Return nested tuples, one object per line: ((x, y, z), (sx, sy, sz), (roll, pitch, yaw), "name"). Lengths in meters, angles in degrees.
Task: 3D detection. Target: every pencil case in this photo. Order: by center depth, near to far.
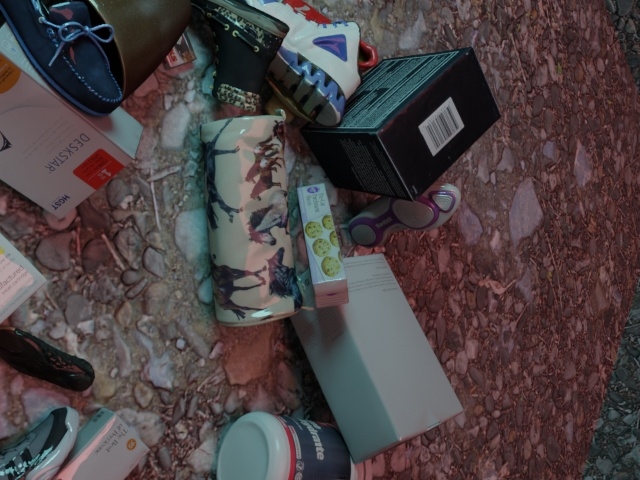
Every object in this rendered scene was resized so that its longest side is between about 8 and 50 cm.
((-0.126, -0.048, 1.157), (0.183, 0.160, 0.411), (-6, 92, -33), "pencil case")

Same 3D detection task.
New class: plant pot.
((-0.319, -0.351, 0.974), (0.230, 0.215, 0.215), (-49, 120, -42), "plant pot")

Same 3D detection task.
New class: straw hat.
((-0.083, -0.276, 1.274), (0.061, 0.144, 0.144), (-46, 128, 12), "straw hat")

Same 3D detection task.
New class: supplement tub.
((-0.048, 0.448, 1.189), (0.272, 0.191, 0.191), (24, 72, -40), "supplement tub")

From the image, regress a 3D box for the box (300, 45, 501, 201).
((0.169, -0.253, 1.313), (0.296, 0.294, 0.183), (-43, 119, -17), "box")

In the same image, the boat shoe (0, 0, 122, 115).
((-0.349, -0.287, 0.798), (0.258, 0.089, 0.109), (53, 24, -13), "boat shoe")

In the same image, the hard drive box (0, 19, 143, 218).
((-0.409, -0.168, 0.876), (0.232, 0.181, 0.089), (41, 28, -34), "hard drive box")

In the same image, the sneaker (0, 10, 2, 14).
((-0.452, -0.404, 0.933), (0.071, 0.066, 0.188), (36, 65, -37), "sneaker")

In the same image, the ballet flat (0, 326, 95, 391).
((-0.434, 0.185, 0.949), (0.057, 0.049, 0.173), (-47, 120, 4), "ballet flat")

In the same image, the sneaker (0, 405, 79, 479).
((-0.472, 0.321, 0.857), (0.153, 0.101, 0.269), (47, 46, -18), "sneaker")

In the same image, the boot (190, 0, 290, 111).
((-0.189, -0.363, 1.136), (0.179, 0.236, 0.085), (-68, 167, 21), "boot")

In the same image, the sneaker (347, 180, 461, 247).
((0.193, -0.084, 1.373), (0.114, 0.305, 0.152), (55, 49, -14), "sneaker")

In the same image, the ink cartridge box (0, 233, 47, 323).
((-0.521, 0.026, 0.778), (0.171, 0.168, 0.233), (-51, 120, -31), "ink cartridge box")

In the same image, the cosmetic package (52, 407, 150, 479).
((-0.392, 0.392, 0.957), (0.239, 0.060, 0.099), (-49, 121, -33), "cosmetic package")

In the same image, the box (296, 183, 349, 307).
((0.000, 0.000, 1.202), (0.324, 0.067, 0.063), (-100, -177, -52), "box")

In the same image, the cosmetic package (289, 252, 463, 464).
((0.102, 0.230, 1.254), (0.217, 0.156, 0.385), (-3, 62, -43), "cosmetic package")

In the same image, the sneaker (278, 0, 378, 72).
((0.024, -0.462, 1.347), (0.279, 0.118, 0.107), (21, 73, -41), "sneaker")

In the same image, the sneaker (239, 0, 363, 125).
((-0.026, -0.406, 1.245), (0.315, 0.127, 0.182), (47, 68, -12), "sneaker")

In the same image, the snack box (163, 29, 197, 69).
((-0.291, -0.411, 1.114), (0.064, 0.022, 0.178), (-34, 111, -37), "snack box")
